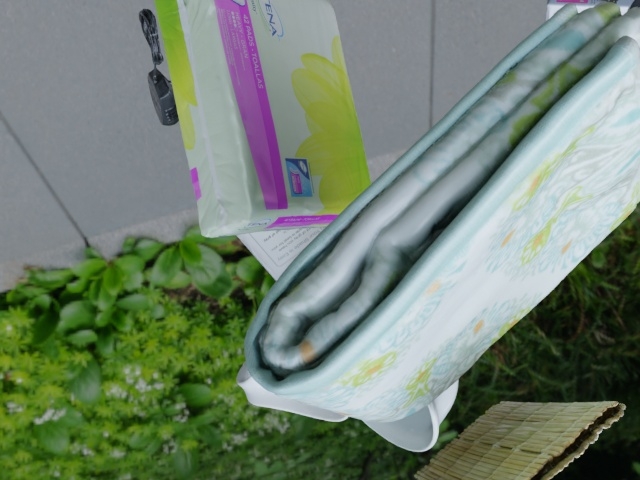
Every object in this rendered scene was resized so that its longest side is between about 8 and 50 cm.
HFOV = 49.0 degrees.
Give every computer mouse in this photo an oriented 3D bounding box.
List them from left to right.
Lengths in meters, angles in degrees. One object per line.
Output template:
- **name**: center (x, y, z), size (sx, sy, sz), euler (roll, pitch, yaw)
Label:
- **computer mouse**: center (-0.246, -0.266, 1.099), size (0.041, 0.071, 0.242), euler (-21, 157, -16)

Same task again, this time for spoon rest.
- **spoon rest**: center (-0.046, 0.199, 1.006), size (0.084, 0.137, 0.276), euler (-36, -171, -30)

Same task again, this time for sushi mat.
- **sushi mat**: center (0.189, 0.217, 0.731), size (0.151, 0.019, 0.316), euler (-38, 172, -11)

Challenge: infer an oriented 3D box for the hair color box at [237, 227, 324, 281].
- **hair color box**: center (0.000, 0.000, 1.221), size (0.185, 0.113, 0.374), euler (-36, 103, 15)

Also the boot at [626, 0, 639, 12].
- **boot**: center (0.313, -0.200, 0.653), size (0.086, 0.069, 0.190), euler (-32, 150, -28)

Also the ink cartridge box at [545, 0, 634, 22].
- **ink cartridge box**: center (0.576, -0.377, 1.298), size (0.311, 0.065, 0.185), euler (9, 152, 18)

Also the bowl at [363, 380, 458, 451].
- **bowl**: center (0.102, 0.151, 1.040), size (0.134, 0.298, 0.297), euler (-35, 153, -26)

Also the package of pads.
- **package of pads**: center (-0.055, -0.158, 0.823), size (0.101, 0.296, 0.229), euler (-16, 173, 39)

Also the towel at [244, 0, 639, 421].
- **towel**: center (0.136, 0.015, 0.612), size (0.374, 0.090, 0.320), euler (-43, 150, 2)
